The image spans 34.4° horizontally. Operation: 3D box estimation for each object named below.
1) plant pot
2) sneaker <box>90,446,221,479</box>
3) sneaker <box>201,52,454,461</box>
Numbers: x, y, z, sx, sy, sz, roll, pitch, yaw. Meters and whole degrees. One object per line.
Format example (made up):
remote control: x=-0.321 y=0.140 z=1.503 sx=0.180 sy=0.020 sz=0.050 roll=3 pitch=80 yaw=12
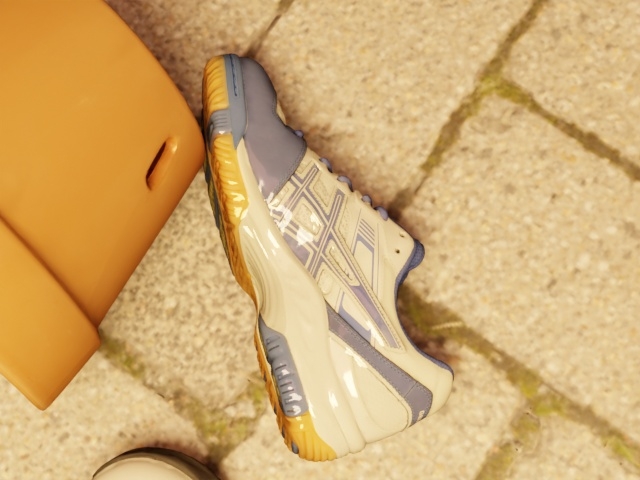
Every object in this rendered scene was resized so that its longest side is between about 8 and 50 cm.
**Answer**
plant pot: x=-0.216 y=-0.057 z=0.698 sx=0.291 sy=0.291 sz=0.203 roll=40 pitch=72 yaw=14
sneaker: x=-0.149 y=0.352 z=0.610 sx=0.169 sy=0.257 sz=0.447 roll=6 pitch=82 yaw=12
sneaker: x=0.000 y=0.000 z=0.734 sx=0.131 sy=0.112 sz=0.296 roll=-16 pitch=79 yaw=-10
